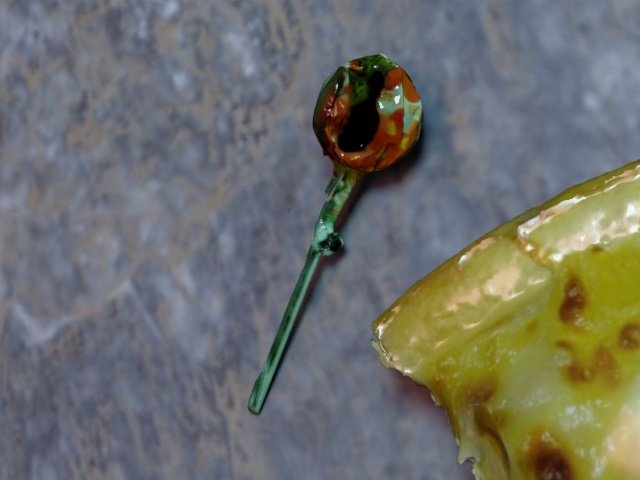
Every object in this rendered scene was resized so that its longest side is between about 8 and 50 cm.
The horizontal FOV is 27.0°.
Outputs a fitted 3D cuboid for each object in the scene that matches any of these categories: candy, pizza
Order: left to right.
[{"bbox_3d":[0.000,0.000,0.633,0.055,0.049,0.185,32,107,41],"label":"candy"},{"bbox_3d":[0.131,0.046,0.506,0.204,0.080,0.188,-40,61,20],"label":"pizza"}]
